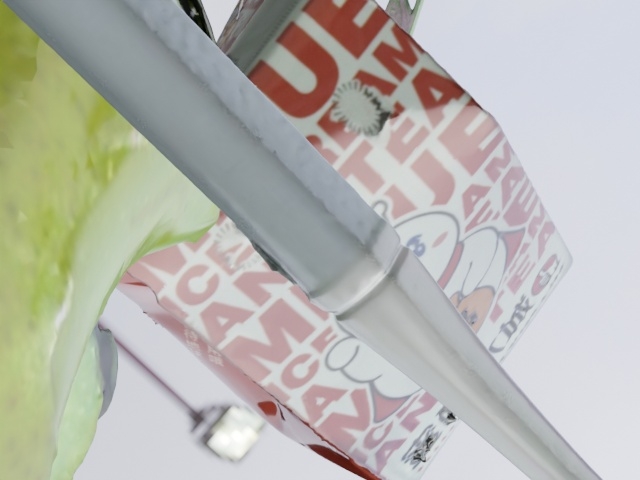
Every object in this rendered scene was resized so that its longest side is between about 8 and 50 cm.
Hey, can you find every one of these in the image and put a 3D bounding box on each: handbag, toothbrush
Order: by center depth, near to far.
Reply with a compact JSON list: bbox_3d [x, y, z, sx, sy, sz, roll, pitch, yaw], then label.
[{"bbox_3d":[-0.007,-0.012,0.382,0.030,0.342,0.025,-39,-167,38],"label":"toothbrush"},{"bbox_3d":[0.000,0.000,0.923,0.151,0.298,0.171,34,-94,22],"label":"handbag"}]

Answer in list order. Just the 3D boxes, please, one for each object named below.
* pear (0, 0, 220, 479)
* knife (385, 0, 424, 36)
[{"bbox_3d":[-0.132,0.029,0.507,0.292,0.159,0.292,-154,-90,-88],"label":"pear"},{"bbox_3d":[0.029,-0.078,1.268,0.030,0.014,0.207,22,-83,29],"label":"knife"}]
